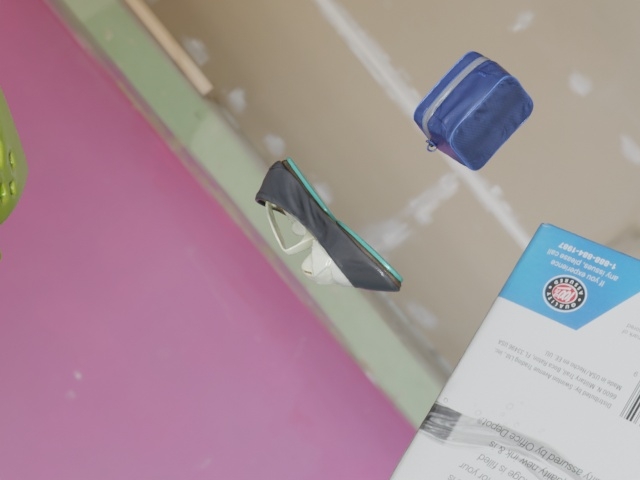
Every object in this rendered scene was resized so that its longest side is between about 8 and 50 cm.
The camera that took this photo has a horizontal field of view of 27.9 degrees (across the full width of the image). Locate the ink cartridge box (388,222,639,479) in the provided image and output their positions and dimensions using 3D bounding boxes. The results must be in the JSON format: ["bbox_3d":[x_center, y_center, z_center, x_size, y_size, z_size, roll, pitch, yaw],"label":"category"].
[{"bbox_3d":[0.198,0.174,0.958,0.307,0.223,0.129,-58,-37,-8],"label":"ink cartridge box"}]

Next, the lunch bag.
[{"bbox_3d":[0.132,-0.116,1.161,0.098,0.067,0.065,-46,47,-1],"label":"lunch bag"}]

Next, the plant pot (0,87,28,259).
[{"bbox_3d":[-0.405,-0.073,1.146,0.228,0.227,0.207,-14,36,1],"label":"plant pot"}]

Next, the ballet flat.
[{"bbox_3d":[0.000,0.000,1.267,0.074,0.203,0.074,-27,-37,-22],"label":"ballet flat"}]
